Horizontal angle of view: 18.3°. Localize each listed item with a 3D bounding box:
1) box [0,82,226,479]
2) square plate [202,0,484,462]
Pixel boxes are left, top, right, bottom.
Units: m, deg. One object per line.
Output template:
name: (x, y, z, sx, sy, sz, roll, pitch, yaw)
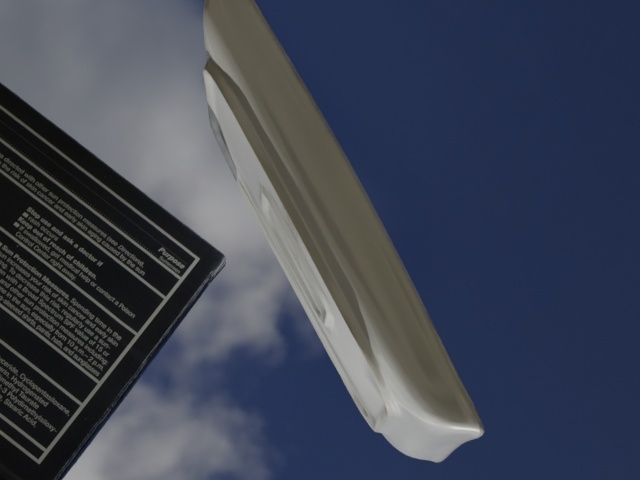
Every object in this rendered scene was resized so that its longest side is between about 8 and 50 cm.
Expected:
box: (-0.282, 0.054, 1.518, 0.296, 0.294, 0.182, 38, -44, -2)
square plate: (0.000, 0.000, 1.387, 0.049, 0.344, 0.347, -28, -98, -5)
